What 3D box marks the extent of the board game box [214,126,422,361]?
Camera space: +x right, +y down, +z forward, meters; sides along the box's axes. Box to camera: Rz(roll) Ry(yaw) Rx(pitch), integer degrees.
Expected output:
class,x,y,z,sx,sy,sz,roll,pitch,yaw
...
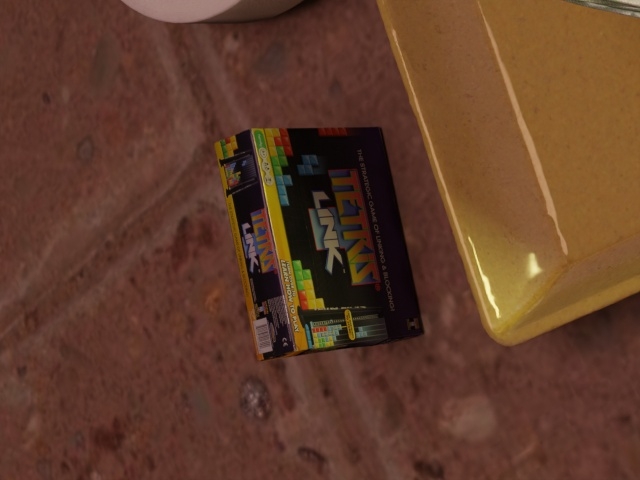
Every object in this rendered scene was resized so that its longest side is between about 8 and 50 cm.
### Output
class,x,y,z,sx,sy,sz,roll,pitch,yaw
board game box,0.000,0.000,1.356,0.048,0.141,0.170,-18,81,45

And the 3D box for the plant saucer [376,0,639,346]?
class,x,y,z,sx,sy,sz,roll,pitch,yaw
plant saucer,0.207,-0.135,1.192,0.333,0.081,0.332,-28,73,41

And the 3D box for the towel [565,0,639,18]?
class,x,y,z,sx,sy,sz,roll,pitch,yaw
towel,0.258,-0.283,1.056,0.248,0.038,0.324,15,90,21

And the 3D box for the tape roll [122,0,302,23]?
class,x,y,z,sx,sy,sz,roll,pitch,yaw
tape roll,-0.089,-0.367,1.435,0.392,0.072,0.392,7,100,49
